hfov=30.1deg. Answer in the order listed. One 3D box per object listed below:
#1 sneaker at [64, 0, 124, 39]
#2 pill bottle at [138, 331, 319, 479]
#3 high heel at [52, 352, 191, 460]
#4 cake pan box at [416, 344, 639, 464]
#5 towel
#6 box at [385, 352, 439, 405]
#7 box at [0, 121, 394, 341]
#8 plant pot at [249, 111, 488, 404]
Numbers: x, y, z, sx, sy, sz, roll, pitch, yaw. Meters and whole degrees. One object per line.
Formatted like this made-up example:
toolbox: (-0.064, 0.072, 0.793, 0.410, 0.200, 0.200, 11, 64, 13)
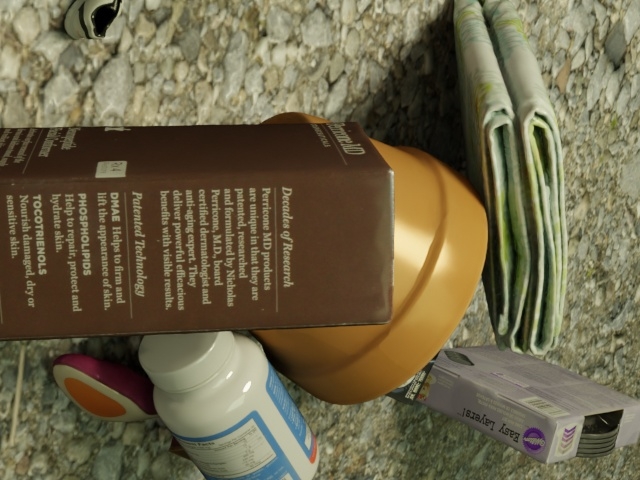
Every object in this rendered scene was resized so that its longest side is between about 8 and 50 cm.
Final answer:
sneaker: (-0.190, -0.229, 1.088, 0.040, 0.044, 0.109, 31, 84, -47)
pill bottle: (-0.096, 0.171, 1.223, 0.124, 0.124, 0.221, -44, 130, -22)
high heel: (-0.181, 0.145, 1.276, 0.244, 0.082, 0.117, 35, 55, -36)
cake pan box: (0.282, 0.217, 1.632, 0.246, 0.267, 0.070, -2, 108, -48)
towel: (0.219, -0.088, 1.381, 0.090, 0.374, 0.320, -6, 120, 4)
box: (0.056, 0.087, 1.395, 0.077, 0.180, 0.147, 29, 87, -49)
box: (-0.140, -0.014, 0.989, 0.382, 0.191, 0.143, -1, 107, -8)
plant pot: (0.000, 0.000, 1.241, 0.203, 0.291, 0.290, 34, 83, -33)
